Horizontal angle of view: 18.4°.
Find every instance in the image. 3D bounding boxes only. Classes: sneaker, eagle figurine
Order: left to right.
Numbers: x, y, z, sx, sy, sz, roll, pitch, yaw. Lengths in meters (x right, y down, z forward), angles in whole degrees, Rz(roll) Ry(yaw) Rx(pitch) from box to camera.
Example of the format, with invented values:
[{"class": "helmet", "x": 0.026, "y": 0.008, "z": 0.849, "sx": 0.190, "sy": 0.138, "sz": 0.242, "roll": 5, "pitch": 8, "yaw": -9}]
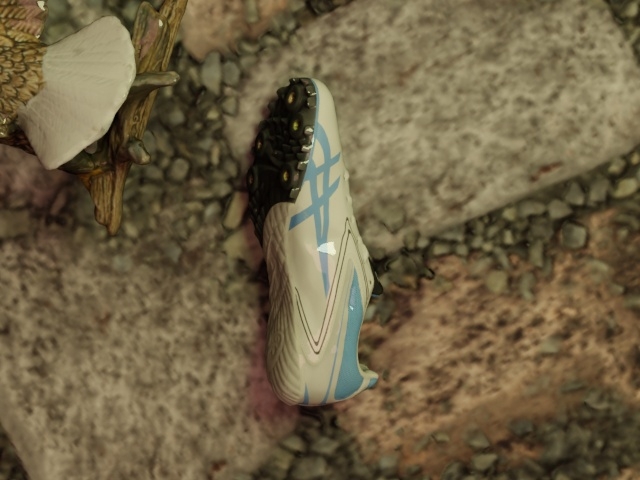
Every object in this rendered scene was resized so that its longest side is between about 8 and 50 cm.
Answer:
[{"class": "eagle figurine", "x": -0.255, "y": -0.111, "z": 1.310, "sx": 0.298, "sy": 0.226, "sz": 0.225, "roll": 19, "pitch": 124, "yaw": -12}, {"class": "sneaker", "x": 0.000, "y": 0.000, "z": 1.408, "sx": 0.086, "sy": 0.085, "sz": 0.237, "roll": -8, "pitch": 103, "yaw": -27}]
